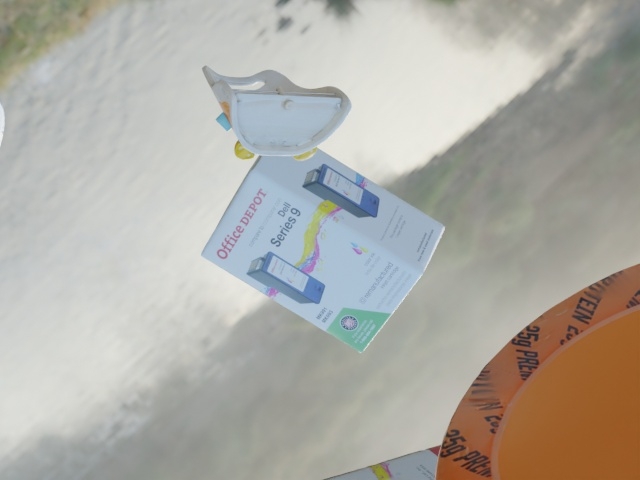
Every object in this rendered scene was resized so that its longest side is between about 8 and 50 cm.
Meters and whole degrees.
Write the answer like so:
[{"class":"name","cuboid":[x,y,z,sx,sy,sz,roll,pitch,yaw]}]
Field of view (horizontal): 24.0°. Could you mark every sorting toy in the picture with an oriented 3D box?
[{"class":"sorting toy","cuboid":[-0.037,-0.087,0.925,0.083,0.075,0.045,0,126,-32]}]

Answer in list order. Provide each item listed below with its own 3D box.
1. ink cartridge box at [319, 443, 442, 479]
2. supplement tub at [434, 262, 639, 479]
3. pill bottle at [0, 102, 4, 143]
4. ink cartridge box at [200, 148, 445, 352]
[{"class":"ink cartridge box","cuboid":[0.059,0.192,0.868,0.175,0.127,0.072,-8,126,-42]},{"class":"supplement tub","cuboid":[0.163,0.166,0.483,0.194,0.316,0.193,-20,-148,13]},{"class":"pill bottle","cuboid":[-0.218,-0.068,0.736,0.067,0.120,0.067,-58,161,-32]},{"class":"ink cartridge box","cuboid":[0.000,0.000,1.621,0.154,0.212,0.093,-55,-177,42]}]
